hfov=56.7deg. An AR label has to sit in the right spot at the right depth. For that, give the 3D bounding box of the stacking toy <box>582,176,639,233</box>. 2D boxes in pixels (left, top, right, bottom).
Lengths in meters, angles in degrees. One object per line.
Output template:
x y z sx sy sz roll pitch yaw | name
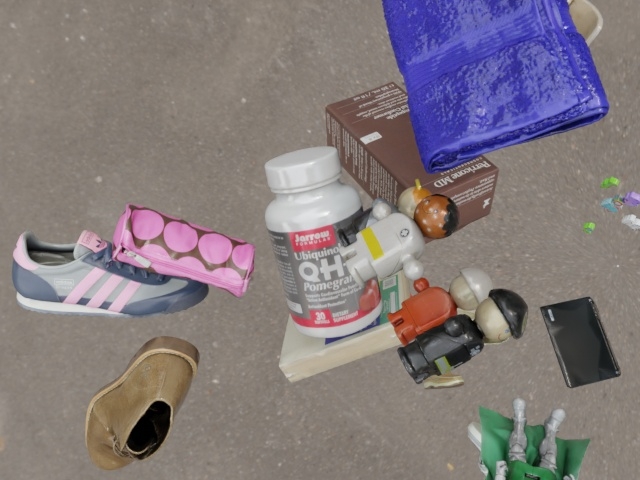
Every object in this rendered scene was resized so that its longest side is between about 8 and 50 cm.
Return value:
0.811 -0.101 1.592 0.052 0.221 0.167 30 79 -8 | stacking toy

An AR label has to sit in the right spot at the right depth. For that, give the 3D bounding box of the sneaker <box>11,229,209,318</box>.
-0.348 0.050 0.985 0.319 0.112 0.131 0 118 -8 | sneaker

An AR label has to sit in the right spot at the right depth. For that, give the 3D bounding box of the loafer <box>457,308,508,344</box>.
0.410 0.244 1.627 0.092 0.269 0.102 -121 33 -50 | loafer

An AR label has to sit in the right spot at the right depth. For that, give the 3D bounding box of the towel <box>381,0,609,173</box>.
0.203 -0.259 0.754 0.228 0.076 0.308 -17 71 19 | towel

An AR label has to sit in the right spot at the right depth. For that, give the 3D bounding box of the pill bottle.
0.000 0.000 1.073 0.176 0.176 0.318 -3 112 26 | pill bottle

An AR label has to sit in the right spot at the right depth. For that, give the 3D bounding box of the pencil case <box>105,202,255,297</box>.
-0.197 0.021 0.869 0.095 0.209 0.098 -68 21 15 | pencil case

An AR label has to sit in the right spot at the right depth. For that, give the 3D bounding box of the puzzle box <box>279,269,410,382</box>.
0.061 0.119 1.300 0.272 0.409 0.052 -22 114 17 | puzzle box

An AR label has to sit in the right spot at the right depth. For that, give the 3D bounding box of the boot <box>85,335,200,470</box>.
-0.268 0.263 0.827 0.305 0.112 0.115 -52 24 35 | boot

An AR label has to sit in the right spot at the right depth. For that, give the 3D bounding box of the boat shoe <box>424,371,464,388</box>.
0.370 0.416 1.813 0.190 0.068 0.072 147 125 -62 | boat shoe

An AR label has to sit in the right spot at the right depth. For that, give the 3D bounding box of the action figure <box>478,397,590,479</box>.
0.232 0.277 0.657 0.137 0.232 0.063 9 123 18 | action figure

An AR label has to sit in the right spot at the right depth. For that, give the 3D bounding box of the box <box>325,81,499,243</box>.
0.180 -0.177 1.280 0.191 0.143 0.381 -24 51 -18 | box

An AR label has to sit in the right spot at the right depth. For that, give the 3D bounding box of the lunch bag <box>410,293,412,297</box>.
0.119 0.184 1.550 0.258 0.293 0.120 -20 66 -4 | lunch bag

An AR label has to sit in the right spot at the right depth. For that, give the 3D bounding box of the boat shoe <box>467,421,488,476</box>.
0.416 0.527 1.386 0.227 0.079 0.081 45 104 3 | boat shoe

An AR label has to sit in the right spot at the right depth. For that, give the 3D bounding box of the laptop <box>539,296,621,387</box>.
0.758 0.293 1.716 0.137 0.264 0.234 -20 72 23 | laptop

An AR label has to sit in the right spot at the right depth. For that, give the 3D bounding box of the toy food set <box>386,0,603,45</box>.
0.279 -0.358 1.004 0.306 0.092 0.219 38 142 8 | toy food set

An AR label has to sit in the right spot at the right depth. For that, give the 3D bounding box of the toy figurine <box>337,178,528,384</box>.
0.127 0.038 0.707 0.148 0.213 0.209 -30 95 6 | toy figurine
